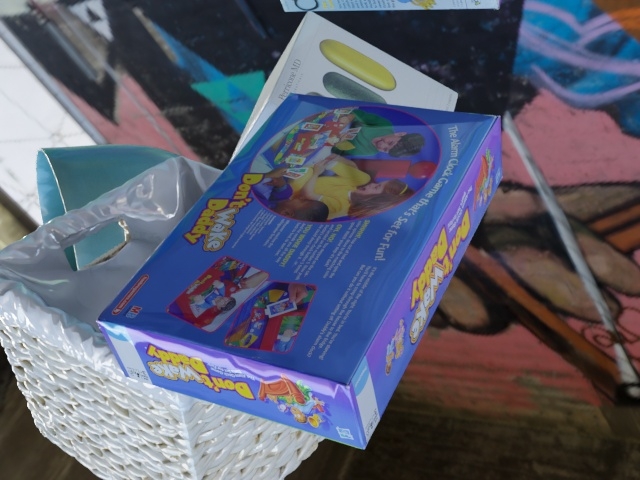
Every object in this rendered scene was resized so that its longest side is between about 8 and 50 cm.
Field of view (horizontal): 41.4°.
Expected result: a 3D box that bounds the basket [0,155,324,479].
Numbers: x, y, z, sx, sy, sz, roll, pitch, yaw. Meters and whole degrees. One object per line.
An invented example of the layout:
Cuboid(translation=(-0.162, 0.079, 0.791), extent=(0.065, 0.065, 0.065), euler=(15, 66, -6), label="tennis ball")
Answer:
Cuboid(translation=(-0.153, 0.109, 0.985), extent=(0.331, 0.266, 0.328), euler=(22, -139, 30), label="basket")

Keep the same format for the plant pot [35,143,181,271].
Cuboid(translation=(-0.312, -0.025, 1.386), extent=(0.235, 0.293, 0.293), euler=(-13, -153, -24), label="plant pot")

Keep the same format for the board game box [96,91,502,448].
Cuboid(translation=(0.000, 0.000, 0.770), extent=(0.233, 0.078, 0.347), euler=(11, -134, 26), label="board game box")

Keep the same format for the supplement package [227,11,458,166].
Cuboid(translation=(0.033, -0.164, 1.289), extent=(0.198, 0.262, 0.199), euler=(-48, -161, 54), label="supplement package")

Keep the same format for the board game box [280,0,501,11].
Cuboid(translation=(0.080, -0.370, 0.997), extent=(0.275, 0.144, 0.142), euler=(7, -123, 25), label="board game box")
